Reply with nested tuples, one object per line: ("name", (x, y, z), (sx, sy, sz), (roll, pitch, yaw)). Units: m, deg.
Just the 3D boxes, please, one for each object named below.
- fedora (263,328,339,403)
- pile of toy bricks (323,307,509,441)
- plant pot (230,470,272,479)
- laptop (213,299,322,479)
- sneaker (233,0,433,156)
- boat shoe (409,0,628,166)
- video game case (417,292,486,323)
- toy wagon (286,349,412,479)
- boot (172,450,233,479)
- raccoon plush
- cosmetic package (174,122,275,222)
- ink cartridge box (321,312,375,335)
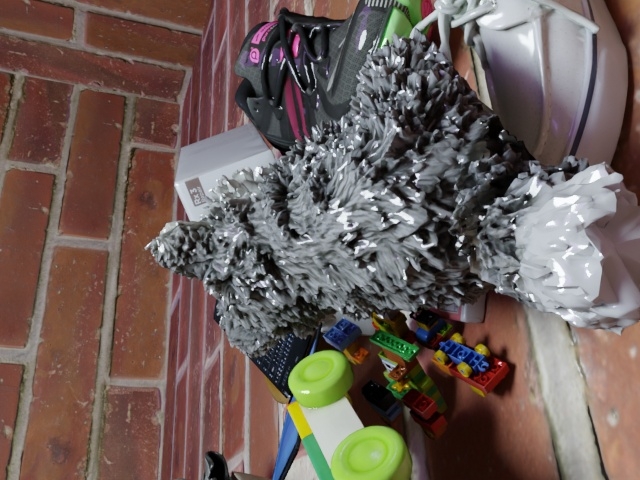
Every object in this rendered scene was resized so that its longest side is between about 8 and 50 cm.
("fedora", (-0.023, 0.158, 1.049), (0.194, 0.079, 0.194), (-36, 49, 55))
("pile of toy bricks", (0.095, 0.140, 0.702), (0.212, 0.118, 0.105), (23, 148, 56))
("plant pot", (-0.091, 0.439, 1.112), (0.109, 0.096, 0.109), (165, 111, -71))
("laptop", (-0.089, 0.163, 0.872), (0.264, 0.136, 0.234), (44, 146, 18))
("sneaker", (-0.014, -0.219, 0.934), (0.185, 0.202, 0.483), (-62, 15, -17))
("boat shoe", (0.146, -0.207, 0.570), (0.136, 0.156, 0.367), (152, 122, -68))
("video game case", (0.113, -0.019, 0.804), (0.285, 0.025, 0.204), (178, 99, -71))
("toy wagon", (0.044, 0.227, 0.620), (0.267, 0.068, 0.344), (67, 171, -25))
("boot", (-0.198, 0.431, 1.182), (0.246, 0.083, 0.161), (29, 103, 64))
("raccoon plush", (0.000, 0.000, 0.512), (0.216, 0.299, 0.446), (58, -175, -3))
("cosmetic package", (-0.135, -0.060, 1.164), (0.385, 0.156, 0.217), (-125, 15, -70))
("ink cartridge box", (0.026, 0.021, 0.888), (0.175, 0.072, 0.127), (-119, 40, -61))
